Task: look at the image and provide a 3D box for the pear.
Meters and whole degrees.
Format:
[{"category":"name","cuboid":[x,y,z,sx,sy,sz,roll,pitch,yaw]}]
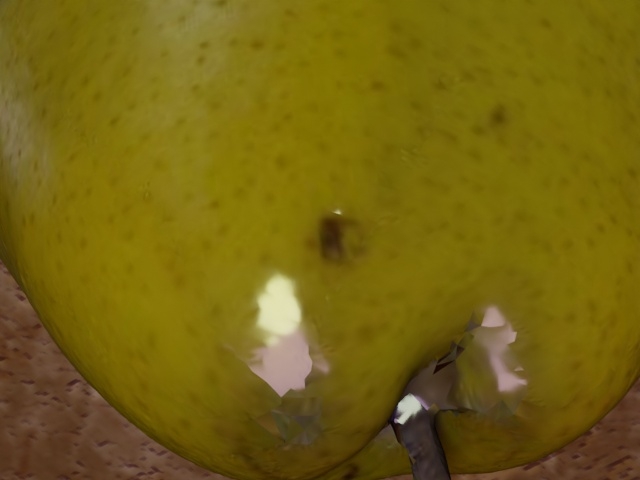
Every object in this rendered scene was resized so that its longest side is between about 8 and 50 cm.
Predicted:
[{"category":"pear","cuboid":[0.002,-0.001,0.603,0.267,0.178,0.267,2,122,3]}]
